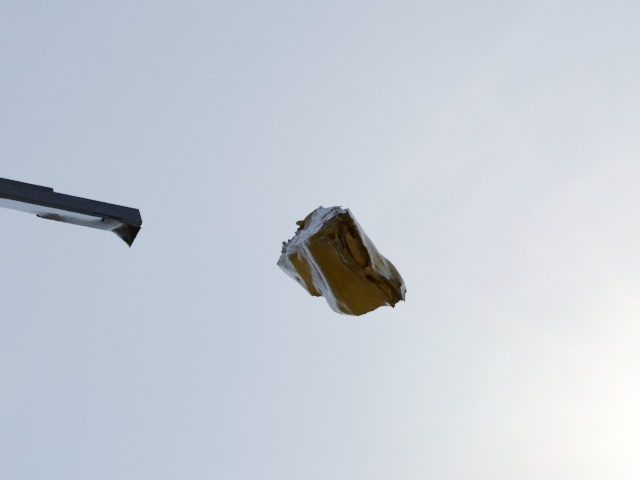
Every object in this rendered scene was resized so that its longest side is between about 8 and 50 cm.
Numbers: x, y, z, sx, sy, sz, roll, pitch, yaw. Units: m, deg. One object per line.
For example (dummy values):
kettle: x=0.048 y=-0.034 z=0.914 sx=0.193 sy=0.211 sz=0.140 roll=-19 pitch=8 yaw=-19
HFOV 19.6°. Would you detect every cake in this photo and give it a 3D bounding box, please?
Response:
cake: x=-0.003 y=0.003 z=1.667 sx=0.080 sy=0.185 sz=0.116 roll=-40 pitch=-51 yaw=-1

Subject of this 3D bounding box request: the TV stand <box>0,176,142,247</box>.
TV stand: x=-0.350 y=-0.037 z=2.338 sx=0.256 sy=0.040 sz=0.049 roll=12 pitch=-53 yaw=-30
